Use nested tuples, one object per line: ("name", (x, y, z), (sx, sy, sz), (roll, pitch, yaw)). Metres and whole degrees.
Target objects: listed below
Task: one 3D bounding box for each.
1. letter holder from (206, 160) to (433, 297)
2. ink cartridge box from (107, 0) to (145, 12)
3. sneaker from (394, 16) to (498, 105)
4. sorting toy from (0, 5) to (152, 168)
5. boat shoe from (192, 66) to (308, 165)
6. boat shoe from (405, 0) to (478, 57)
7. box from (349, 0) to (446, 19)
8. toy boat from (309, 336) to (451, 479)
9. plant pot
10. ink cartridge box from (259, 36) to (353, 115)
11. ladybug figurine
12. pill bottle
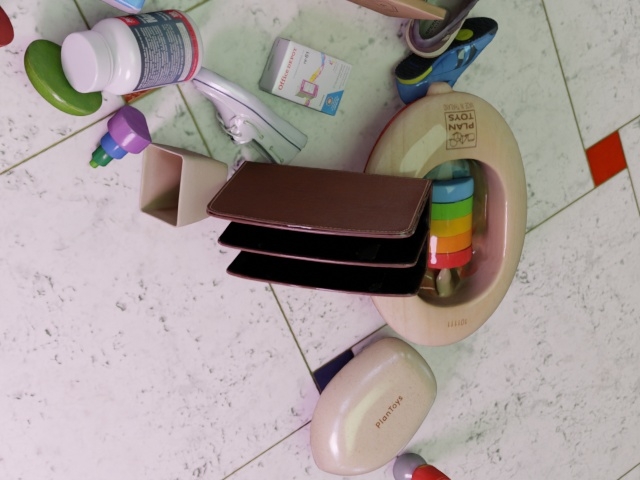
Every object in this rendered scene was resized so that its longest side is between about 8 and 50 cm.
("letter holder", (0.000, 0.000, 1.605), (0.301, 0.214, 0.152), (6, 115, 12))
("ink cartridge box", (-0.279, -0.527, 1.367), (0.285, 0.166, 0.395), (25, 94, -14))
("sneaker", (0.213, -0.297, 1.808), (0.209, 0.069, 0.082), (-37, 135, -15))
("sorting toy", (-0.408, -0.207, 1.498), (0.126, 0.127, 0.365), (-38, 127, 22))
("boat shoe", (-0.114, -0.180, 1.653), (0.226, 0.083, 0.076), (32, 88, -33))
("boat shoe", (0.227, -0.423, 1.716), (0.103, 0.092, 0.285), (31, 94, -3))
("box", (0.066, -0.375, 1.639), (0.201, 0.164, 0.021), (14, 97, -31))
("toy boat", (0.114, 0.341, 1.923), (0.267, 0.148, 0.318), (-43, 113, -15))
("plant pot", (-0.201, -0.086, 1.631), (0.096, 0.109, 0.109), (-5, 108, -41))
("ink cartridge box", (-0.023, -0.257, 1.696), (0.122, 0.052, 0.088), (16, 98, -30))
("ladybug figurine", (0.189, -0.047, 1.806), (0.305, 0.162, 0.449), (-7, 111, -22))
("pill bottle", (-0.262, -0.260, 1.504), (0.180, 0.108, 0.108), (-21, 116, -44))
